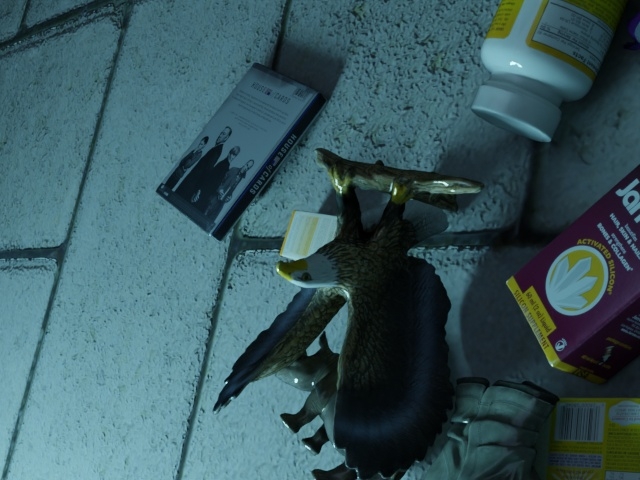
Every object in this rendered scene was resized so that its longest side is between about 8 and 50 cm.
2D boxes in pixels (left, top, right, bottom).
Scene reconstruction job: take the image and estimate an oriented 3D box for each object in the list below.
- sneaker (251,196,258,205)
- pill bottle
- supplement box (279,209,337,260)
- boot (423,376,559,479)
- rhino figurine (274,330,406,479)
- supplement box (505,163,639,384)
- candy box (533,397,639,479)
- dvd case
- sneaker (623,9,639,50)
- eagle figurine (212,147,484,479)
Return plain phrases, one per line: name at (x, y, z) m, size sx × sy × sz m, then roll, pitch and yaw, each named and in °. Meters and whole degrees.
sneaker at (-0.118, -0.073, 1.406) m, size 0.109 × 0.040 × 0.043 m, roll 4°, pitch 66°, yaw 44°
pill bottle at (0.230, -0.209, 0.998) m, size 0.118 × 0.118 × 0.208 m, roll 25°, pitch 92°, yaw 51°
supplement box at (0.000, 0.000, 1.230) m, size 0.098 × 0.036 × 0.062 m, roll 12°, pitch 82°, yaw 51°
boot at (0.170, 0.200, 0.865) m, size 0.246 × 0.083 × 0.161 m, roll 9°, pitch 78°, yaw 62°
rhino figurine at (0.017, 0.184, 1.091) m, size 0.106 × 0.073 × 0.243 m, roll -37°, pitch 43°, yaw 1°
supplement box at (0.269, 0.024, 0.873) m, size 0.188 × 0.081 × 0.104 m, roll -46°, pitch 44°, yaw 25°
candy box at (0.268, 0.184, 0.842) m, size 0.206 × 0.027 × 0.105 m, roll -9°, pitch 69°, yaw 47°
dvd case at (-0.113, -0.128, 1.388) m, size 0.238 × 0.029 × 0.179 m, roll -52°, pitch 39°, yaw -3°
sneaker at (0.343, -0.281, 0.932) m, size 0.098 × 0.083 × 0.223 m, roll 17°, pitch 87°, yaw 56°
eagle figurine at (0.026, 0.062, 1.033) m, size 0.226 × 0.225 × 0.298 m, roll -150°, pitch 70°, yaw -74°
